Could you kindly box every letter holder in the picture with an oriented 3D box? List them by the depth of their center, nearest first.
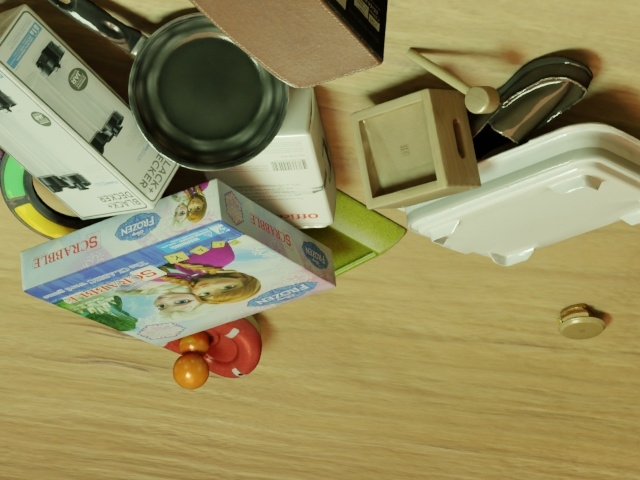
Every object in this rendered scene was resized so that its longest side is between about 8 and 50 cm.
[{"bbox_3d":[-0.094,-0.303,1.497,0.214,0.152,0.302,-15,143,30],"label":"letter holder"}]

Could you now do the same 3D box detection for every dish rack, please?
[{"bbox_3d":[0.297,-0.047,1.867,0.332,0.072,0.285,-20,157,35],"label":"dish rack"}]

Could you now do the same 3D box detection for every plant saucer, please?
[{"bbox_3d":[0.000,0.000,2.061,0.188,0.045,0.188,28,140,-33],"label":"plant saucer"}]

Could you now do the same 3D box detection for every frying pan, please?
[{"bbox_3d":[-0.200,-0.197,1.697,0.326,0.053,0.197,11,105,-5],"label":"frying pan"}]

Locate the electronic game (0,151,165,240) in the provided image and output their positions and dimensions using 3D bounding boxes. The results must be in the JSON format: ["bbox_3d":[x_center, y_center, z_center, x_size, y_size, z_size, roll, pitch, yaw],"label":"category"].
[{"bbox_3d":[-0.328,-0.083,1.908,0.229,0.048,0.229,-3,130,-3],"label":"electronic game"}]

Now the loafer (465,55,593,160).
[{"bbox_3d":[0.256,-0.157,1.752,0.080,0.078,0.220,26,142,-31],"label":"loafer"}]

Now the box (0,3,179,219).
[{"bbox_3d":[-0.331,-0.152,1.729,0.169,0.087,0.290,-6,139,45],"label":"box"}]

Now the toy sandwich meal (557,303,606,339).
[{"bbox_3d":[0.423,0.133,2.244,0.085,0.029,0.085,0,151,0],"label":"toy sandwich meal"}]

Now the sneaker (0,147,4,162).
[{"bbox_3d":[-0.534,-0.103,1.920,0.236,0.095,0.104,-13,152,23],"label":"sneaker"}]

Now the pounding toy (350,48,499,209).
[{"bbox_3d":[0.149,-0.150,1.739,0.206,0.181,0.094,-15,173,38],"label":"pounding toy"}]

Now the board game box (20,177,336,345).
[{"bbox_3d":[-0.190,0.041,1.909,0.318,0.066,0.318,-19,155,24],"label":"board game box"}]

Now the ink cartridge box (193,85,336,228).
[{"bbox_3d":[-0.071,-0.108,1.854,0.158,0.092,0.218,-2,146,9],"label":"ink cartridge box"}]

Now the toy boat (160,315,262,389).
[{"bbox_3d":[-0.205,0.174,2.259,0.231,0.151,0.151,26,142,-31],"label":"toy boat"}]
